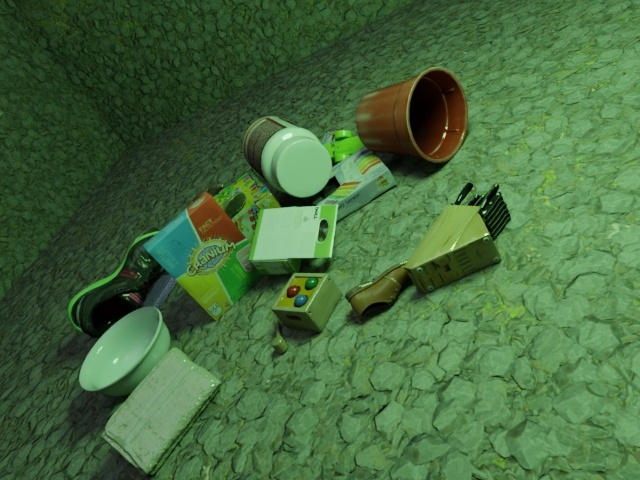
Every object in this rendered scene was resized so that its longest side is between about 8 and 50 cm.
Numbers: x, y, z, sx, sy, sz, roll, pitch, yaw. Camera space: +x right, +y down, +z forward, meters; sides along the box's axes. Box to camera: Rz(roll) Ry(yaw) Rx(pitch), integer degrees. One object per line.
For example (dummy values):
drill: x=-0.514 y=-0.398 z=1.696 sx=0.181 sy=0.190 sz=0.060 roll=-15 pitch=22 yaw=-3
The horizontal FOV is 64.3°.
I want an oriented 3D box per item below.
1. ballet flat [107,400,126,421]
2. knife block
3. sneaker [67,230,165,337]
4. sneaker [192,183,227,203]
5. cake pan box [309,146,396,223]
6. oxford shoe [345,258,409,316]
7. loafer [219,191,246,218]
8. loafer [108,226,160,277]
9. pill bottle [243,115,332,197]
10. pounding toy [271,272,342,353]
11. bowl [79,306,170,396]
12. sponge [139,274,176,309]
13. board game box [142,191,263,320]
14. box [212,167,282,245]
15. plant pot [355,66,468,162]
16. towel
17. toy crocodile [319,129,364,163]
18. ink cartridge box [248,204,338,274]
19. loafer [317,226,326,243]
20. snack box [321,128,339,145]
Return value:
ballet flat: x=-0.491 y=0.445 z=1.398 sx=0.213 sy=0.072 sz=0.068 roll=-27 pitch=21 yaw=12
knife block: x=0.324 y=-0.025 z=1.226 sx=0.275 sy=0.088 sz=0.242 roll=-27 pitch=32 yaw=15
sneaker: x=-0.665 y=0.162 z=1.824 sx=0.483 sy=0.185 sz=0.202 roll=-46 pitch=51 yaw=-11
sneaker: x=-0.490 y=-0.184 z=2.262 sx=0.188 sy=0.066 sz=0.071 roll=-25 pitch=49 yaw=26
cake pan box: x=0.092 y=-0.185 z=1.684 sx=0.266 sy=0.070 sz=0.246 roll=-32 pitch=29 yaw=8
oxford shoe: x=0.169 y=0.114 z=1.227 sx=0.212 sy=0.076 sz=0.076 roll=-32 pitch=61 yaw=2
loafer: x=-0.297 y=-0.100 z=1.617 sx=0.050 sy=0.056 sz=0.148 roll=20 pitch=61 yaw=45
loafer: x=-0.721 y=0.113 z=2.037 sx=0.130 sy=0.134 sz=0.366 roll=14 pitch=62 yaw=19
pill bottle: x=-0.119 y=-0.291 z=1.759 sx=0.224 sy=0.224 sz=0.392 roll=-38 pitch=30 yaw=-4
pounding toy: x=-0.076 y=0.184 z=1.323 sx=0.181 sy=0.094 sz=0.206 roll=-2 pitch=44 yaw=42
bowl: x=-0.553 y=0.352 z=1.518 sx=0.297 sy=0.134 sz=0.298 roll=-25 pitch=33 yaw=18
sponge: x=-0.607 y=0.213 z=1.855 sx=0.117 sy=0.031 sz=0.210 roll=-13 pitch=38 yaw=34
board game box: x=-0.332 y=0.052 z=1.533 sx=0.242 sy=0.317 sz=0.064 roll=-44 pitch=32 yaw=-12
box: x=-0.272 y=-0.067 z=1.767 sx=0.279 sy=0.177 sz=0.290 roll=-36 pitch=32 yaw=-1
plant pot: x=0.267 y=-0.378 z=1.582 sx=0.272 sy=0.272 sz=0.265 roll=-49 pitch=32 yaw=-21
towel: x=-0.401 y=0.429 z=1.294 sx=0.187 sy=0.049 sz=0.282 roll=27 pitch=63 yaw=25
toy crocodile: x=0.044 y=-0.325 z=1.892 sx=0.340 sy=0.105 sz=0.115 roll=-10 pitch=81 yaw=34
ink cartridge box: x=-0.067 y=-0.001 z=1.525 sx=0.255 sy=0.097 sz=0.189 roll=-2 pitch=58 yaw=18
loafer: x=0.000 y=0.000 z=1.559 sx=0.125 sy=0.039 sz=0.045 roll=-95 pitch=24 yaw=-56
snack box: x=0.030 y=-0.385 z=2.053 sx=0.064 sy=0.022 sz=0.178 roll=-17 pitch=36 yaw=31
